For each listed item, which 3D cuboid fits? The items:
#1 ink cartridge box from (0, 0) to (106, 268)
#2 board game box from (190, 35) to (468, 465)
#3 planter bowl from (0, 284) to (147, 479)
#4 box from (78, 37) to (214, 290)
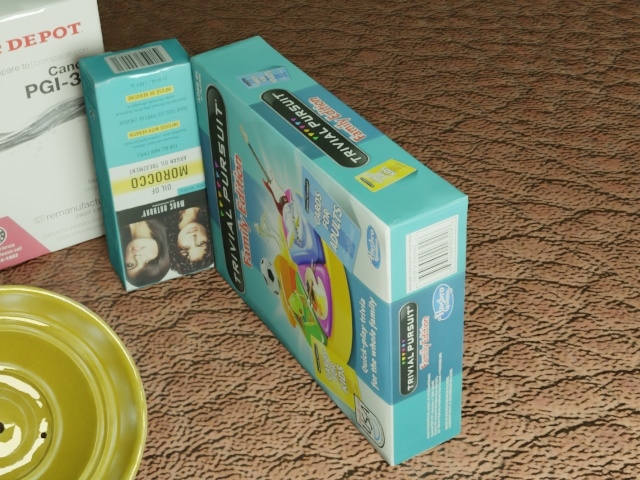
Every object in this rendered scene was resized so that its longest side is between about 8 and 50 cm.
[{"bbox_3d":[-0.327,-0.126,1.235,0.207,0.283,0.117,-20,39,-22],"label":"ink cartridge box"},{"bbox_3d":[0.000,0.000,1.067,0.079,0.254,0.336,-21,39,-23],"label":"board game box"},{"bbox_3d":[-0.259,0.151,0.976,0.217,0.217,0.090,-25,-2,-27],"label":"planter bowl"},{"bbox_3d":[-0.170,-0.072,1.183,0.100,0.244,0.060,-16,38,-18],"label":"box"}]
